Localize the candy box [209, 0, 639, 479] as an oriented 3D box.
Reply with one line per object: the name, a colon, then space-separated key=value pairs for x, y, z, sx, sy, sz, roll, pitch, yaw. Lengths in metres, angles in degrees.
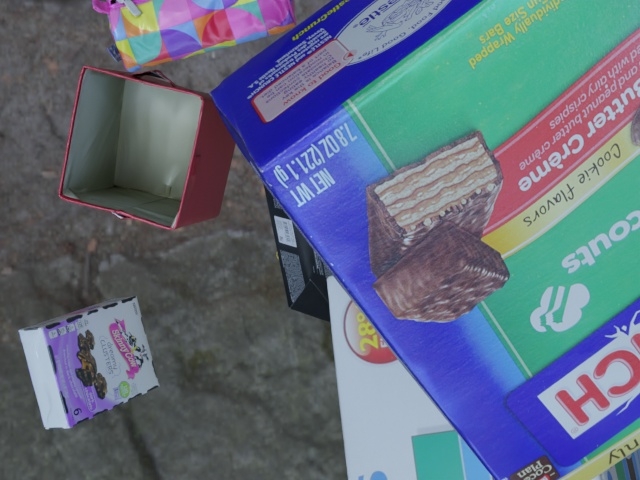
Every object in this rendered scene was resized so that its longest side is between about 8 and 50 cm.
candy box: x=0.140 y=-0.025 z=0.535 sx=0.268 sy=0.122 sz=0.317 roll=-36 pitch=123 yaw=3

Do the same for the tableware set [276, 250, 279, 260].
tableware set: x=0.000 y=0.000 z=1.506 sx=0.154 sy=0.104 sz=0.024 roll=-29 pitch=172 yaw=-13

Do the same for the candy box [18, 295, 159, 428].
candy box: x=-0.372 y=0.194 z=1.521 sx=0.070 sy=0.165 sz=0.196 roll=-10 pitch=-174 yaw=38

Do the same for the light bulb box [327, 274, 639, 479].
light bulb box: x=0.191 y=0.214 z=0.918 sx=0.225 sy=0.358 sz=0.361 roll=-13 pitch=161 yaw=21

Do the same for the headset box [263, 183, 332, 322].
headset box: x=0.082 y=-0.063 z=1.107 sx=0.293 sy=0.110 sz=0.218 roll=-28 pitch=119 yaw=-37

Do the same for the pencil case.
pencil case: x=-0.148 y=-0.278 z=1.138 sx=0.236 sy=0.104 sz=0.104 roll=-15 pitch=144 yaw=0

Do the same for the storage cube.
storage cube: x=-0.237 y=-0.137 z=1.348 sx=0.183 sy=0.215 sz=0.193 roll=15 pitch=-171 yaw=10
